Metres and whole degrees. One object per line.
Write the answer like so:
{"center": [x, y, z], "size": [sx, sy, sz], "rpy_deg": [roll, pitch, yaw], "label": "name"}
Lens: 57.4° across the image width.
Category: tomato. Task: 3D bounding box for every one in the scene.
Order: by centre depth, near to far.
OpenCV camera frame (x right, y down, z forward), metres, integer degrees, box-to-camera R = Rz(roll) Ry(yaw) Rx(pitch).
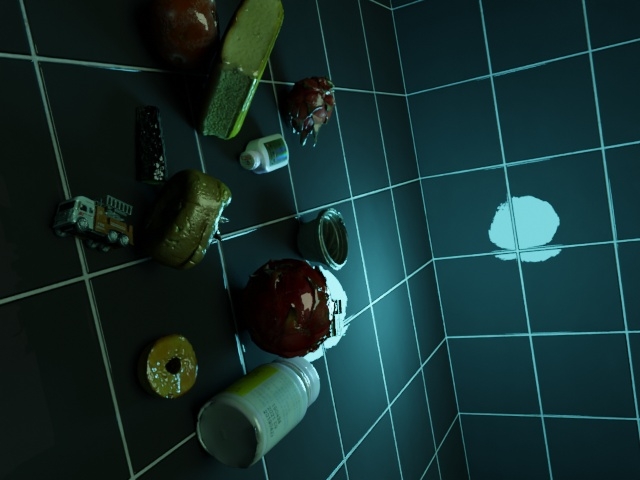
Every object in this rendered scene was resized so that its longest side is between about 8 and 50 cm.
{"center": [-0.375, -0.596, 1.612], "size": [0.232, 0.189, 0.231], "rpy_deg": [177, -90, -86], "label": "tomato"}

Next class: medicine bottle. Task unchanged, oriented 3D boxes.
{"center": [-0.166, 0.486, 1.720], "size": [0.379, 0.214, 0.213], "rpy_deg": [-21, 102, -61], "label": "medicine bottle"}
{"center": [-0.192, -0.291, 1.988], "size": [0.219, 0.078, 0.115], "rpy_deg": [-36, 116, -59], "label": "medicine bottle"}

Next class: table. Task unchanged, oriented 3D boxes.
{"center": [0.026, 0.303, 2.265], "size": [0.175, 0.063, 0.146], "rpy_deg": [3, 82, -60], "label": "table"}

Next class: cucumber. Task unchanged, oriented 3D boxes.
{"center": [-0.439, -0.255, 1.546], "size": [0.078, 0.062, 0.211], "rpy_deg": [11, 74, -60], "label": "cucumber"}

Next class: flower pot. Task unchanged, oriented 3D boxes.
{"center": [0.000, 0.000, 2.207], "size": [0.235, 0.141, 0.235], "rpy_deg": [26, 60, -59], "label": "flower pot"}

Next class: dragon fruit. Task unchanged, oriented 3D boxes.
{"center": [-0.100, 0.204, 1.819], "size": [0.296, 0.296, 0.301], "rpy_deg": [-36, 126, -58], "label": "dragon fruit"}
{"center": [-0.043, -0.496, 2.205], "size": [0.193, 0.192, 0.274], "rpy_deg": [21, 102, -19], "label": "dragon fruit"}

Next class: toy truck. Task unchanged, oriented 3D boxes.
{"center": [-0.517, -0.049, 1.343], "size": [0.178, 0.080, 0.115], "rpy_deg": [31, 52, -57], "label": "toy truck"}

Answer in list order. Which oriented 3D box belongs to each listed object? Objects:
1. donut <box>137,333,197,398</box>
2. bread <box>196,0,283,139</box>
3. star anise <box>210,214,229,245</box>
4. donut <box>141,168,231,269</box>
{"center": [-0.396, 0.324, 1.496], "size": [0.178, 0.066, 0.162], "rpy_deg": [7, 73, -60], "label": "donut"}
{"center": [-0.239, -0.503, 1.706], "size": [0.143, 0.333, 0.323], "rpy_deg": [21, 58, -12], "label": "bread"}
{"center": [-0.343, -0.066, 1.684], "size": [0.182, 0.065, 0.195], "rpy_deg": [-49, 130, -48], "label": "star anise"}
{"center": [-0.353, -0.058, 1.502], "size": [0.128, 0.209, 0.261], "rpy_deg": [33, 75, -41], "label": "donut"}
